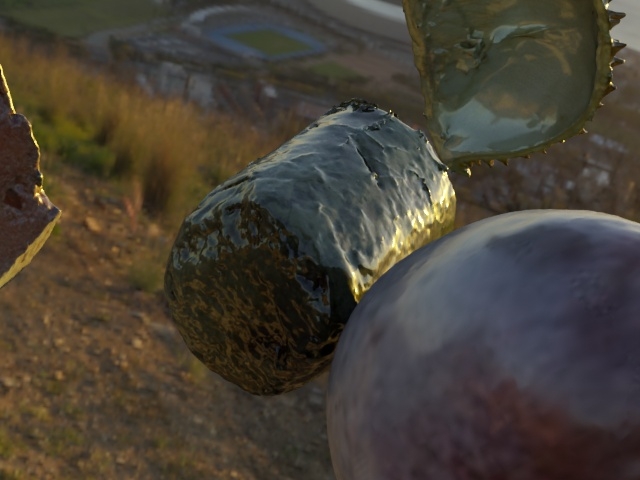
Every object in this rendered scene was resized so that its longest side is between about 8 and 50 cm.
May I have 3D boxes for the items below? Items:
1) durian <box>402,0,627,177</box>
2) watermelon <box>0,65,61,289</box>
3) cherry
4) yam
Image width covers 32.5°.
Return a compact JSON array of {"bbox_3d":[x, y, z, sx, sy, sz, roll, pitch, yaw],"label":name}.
[{"bbox_3d":[0.122,-0.156,0.721,0.139,0.252,0.144,-24,43,-4],"label":"durian"},{"bbox_3d":[-0.237,-0.062,0.636,0.154,0.241,0.094,-31,31,-2],"label":"watermelon"},{"bbox_3d":[0.154,0.122,0.809,0.291,0.335,0.326,-6,31,-22],"label":"cherry"},{"bbox_3d":[0.000,0.000,1.014,0.195,0.195,0.300,24,34,16],"label":"yam"}]
